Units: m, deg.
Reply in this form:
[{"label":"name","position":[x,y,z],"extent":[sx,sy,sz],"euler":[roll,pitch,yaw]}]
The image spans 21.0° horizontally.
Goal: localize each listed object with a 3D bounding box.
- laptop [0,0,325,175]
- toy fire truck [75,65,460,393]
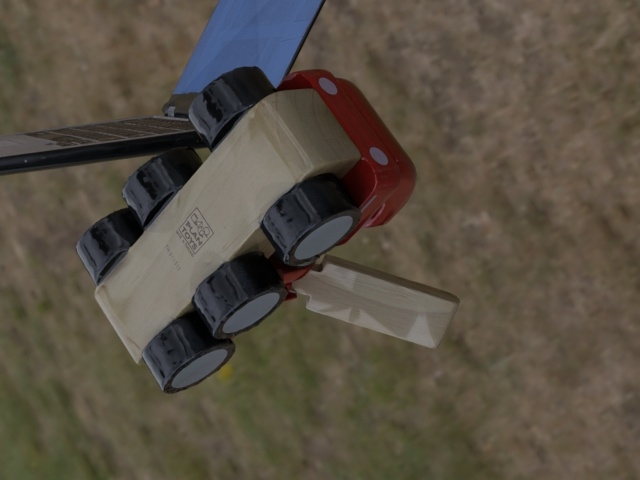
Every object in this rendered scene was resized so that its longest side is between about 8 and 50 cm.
[{"label":"laptop","position":[-0.160,-0.197,1.464],"extent":[0.382,0.408,0.236],"euler":[-165,67,-73]},{"label":"toy fire truck","position":[0.000,0.000,1.166],"extent":[0.217,0.246,0.158],"euler":[-47,69,33]}]
